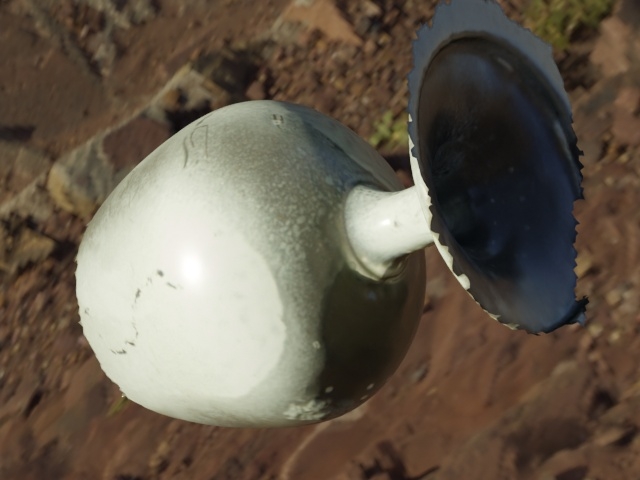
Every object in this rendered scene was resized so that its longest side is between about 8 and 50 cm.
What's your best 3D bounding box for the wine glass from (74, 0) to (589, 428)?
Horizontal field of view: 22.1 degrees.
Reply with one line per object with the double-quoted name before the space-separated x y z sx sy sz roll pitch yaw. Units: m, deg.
"wine glass" 0.000 0.000 1.085 0.238 0.323 0.238 27 54 -45
